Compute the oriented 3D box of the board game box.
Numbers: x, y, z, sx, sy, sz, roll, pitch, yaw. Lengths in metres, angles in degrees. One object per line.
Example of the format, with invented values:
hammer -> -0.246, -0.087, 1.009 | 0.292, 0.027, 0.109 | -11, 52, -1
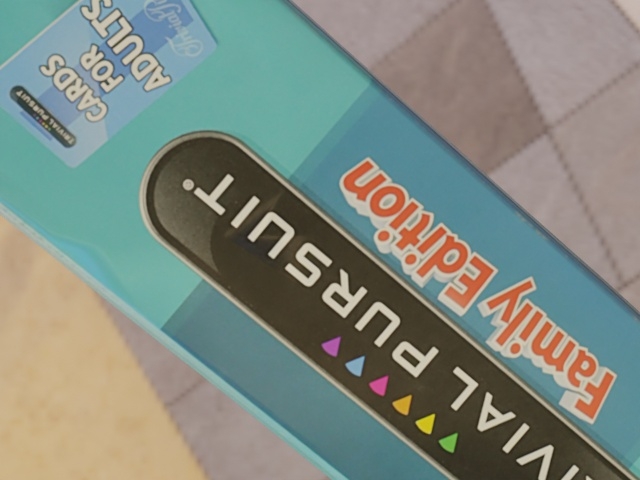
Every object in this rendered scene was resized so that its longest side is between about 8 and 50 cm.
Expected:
board game box -> 0.000, 0.000, 0.552 | 0.079, 0.336, 0.254 | -49, 17, 2
